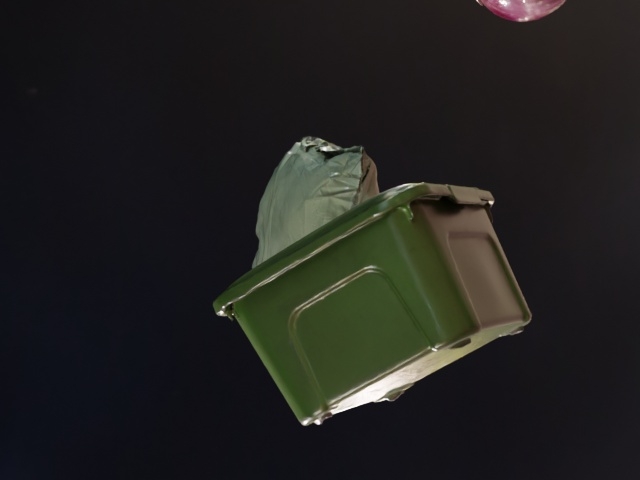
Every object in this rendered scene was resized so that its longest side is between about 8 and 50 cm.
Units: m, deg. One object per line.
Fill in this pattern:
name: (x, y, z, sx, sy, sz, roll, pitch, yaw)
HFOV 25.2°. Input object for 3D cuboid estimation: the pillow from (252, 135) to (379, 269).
pillow: (0.000, 0.000, 1.886, 0.310, 0.138, 0.283, -147, 62, -70)

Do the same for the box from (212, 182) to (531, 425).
box: (0.075, 0.065, 1.486, 0.178, 0.252, 0.328, 61, -161, 9)

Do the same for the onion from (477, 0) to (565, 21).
onion: (0.262, -0.410, 1.948, 0.200, 0.200, 0.207, 37, -123, -69)
